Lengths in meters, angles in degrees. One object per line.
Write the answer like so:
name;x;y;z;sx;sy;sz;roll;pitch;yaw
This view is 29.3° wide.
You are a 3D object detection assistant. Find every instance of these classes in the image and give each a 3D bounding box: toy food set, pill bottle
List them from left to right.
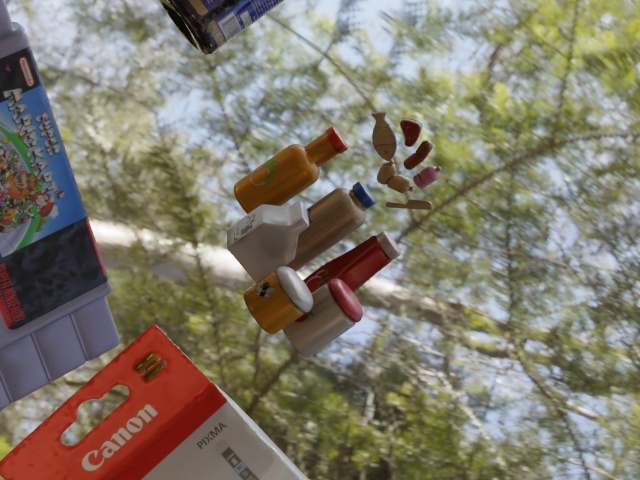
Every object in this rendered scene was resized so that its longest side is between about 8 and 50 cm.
pill bottle;-0.085;-0.329;1.453;0.219;0.123;0.123;-37;-125;-5
toy food set;0.000;0.000;0.983;0.104;0.111;0.232;-35;-159;10
toy food set;0.101;-0.095;1.415;0.078;0.019;0.122;4;-59;17

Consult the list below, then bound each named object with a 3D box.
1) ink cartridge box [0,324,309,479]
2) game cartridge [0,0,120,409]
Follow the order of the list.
ink cartridge box;-0.215;0.357;1.730;0.308;0.385;0.091;-42;-159;-3
game cartridge;-0.301;-0.018;0.957;0.230;0.355;0.068;-27;-148;-22
